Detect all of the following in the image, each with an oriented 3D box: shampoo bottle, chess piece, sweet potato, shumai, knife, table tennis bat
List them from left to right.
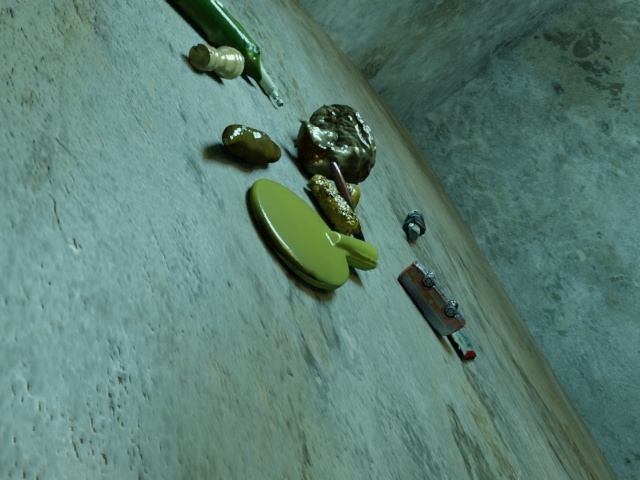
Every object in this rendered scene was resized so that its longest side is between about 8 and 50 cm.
[{"bbox_3d":[-0.205,-0.350,1.237,0.066,0.066,0.122,56,23,7],"label":"chess piece"},{"bbox_3d":[-0.115,-0.162,1.112,0.067,0.067,0.274,56,11,8],"label":"sweet potato"},{"bbox_3d":[-0.131,-0.381,1.533,0.141,0.034,0.049,57,10,8],"label":"shampoo bottle"},{"bbox_3d":[0.000,0.000,1.131,0.368,0.054,0.224,18,38,-56],"label":"table tennis bat"},{"bbox_3d":[0.011,-0.209,1.443,0.175,0.167,0.206,-20,48,-39],"label":"shumai"},{"bbox_3d":[0.065,-0.052,1.370,0.018,0.035,0.248,-20,91,-34],"label":"knife"},{"bbox_3d":[0.289,-0.047,1.970,0.064,0.057,0.208,52,16,-7],"label":"shampoo bottle"}]

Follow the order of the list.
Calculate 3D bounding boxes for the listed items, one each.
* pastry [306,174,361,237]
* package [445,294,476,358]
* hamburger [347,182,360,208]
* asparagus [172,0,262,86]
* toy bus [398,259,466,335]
[{"bbox_3d":[0.027,-0.072,1.329,0.140,0.056,0.080,53,8,18],"label":"pastry"},{"bbox_3d":[0.338,0.201,1.662,0.232,0.040,0.166,62,18,21],"label":"package"},{"bbox_3d":[0.061,-0.089,1.427,0.044,0.076,0.083,25,21,6],"label":"hamburger"},{"bbox_3d":[-0.223,-0.469,1.382,0.343,0.085,0.082,40,-2,-34],"label":"asparagus"},{"bbox_3d":[0.266,0.138,1.522,0.192,0.077,0.065,53,19,3],"label":"toy bus"}]
